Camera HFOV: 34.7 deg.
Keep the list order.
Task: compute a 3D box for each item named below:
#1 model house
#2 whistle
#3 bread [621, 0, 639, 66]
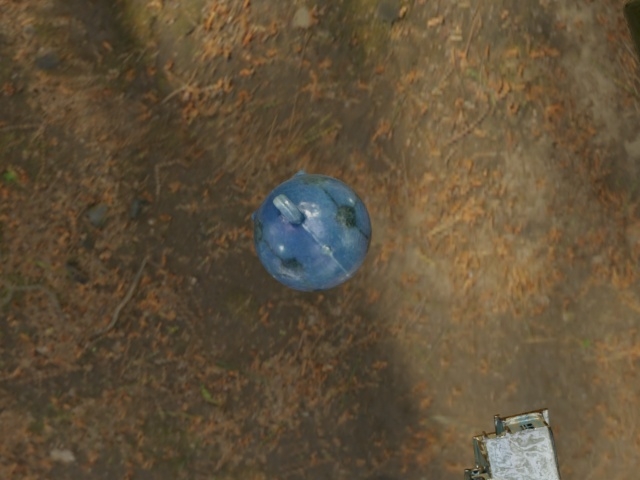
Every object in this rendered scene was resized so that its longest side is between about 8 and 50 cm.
[{"bbox_3d":[0.355,0.433,1.900,0.178,0.206,0.270,-15,99,3],"label":"model house"},{"bbox_3d":[0.000,0.000,0.730,0.090,0.090,0.158,-13,157,16],"label":"whistle"},{"bbox_3d":[0.522,-0.269,1.105,0.366,0.382,0.129,-17,100,23],"label":"bread"}]
